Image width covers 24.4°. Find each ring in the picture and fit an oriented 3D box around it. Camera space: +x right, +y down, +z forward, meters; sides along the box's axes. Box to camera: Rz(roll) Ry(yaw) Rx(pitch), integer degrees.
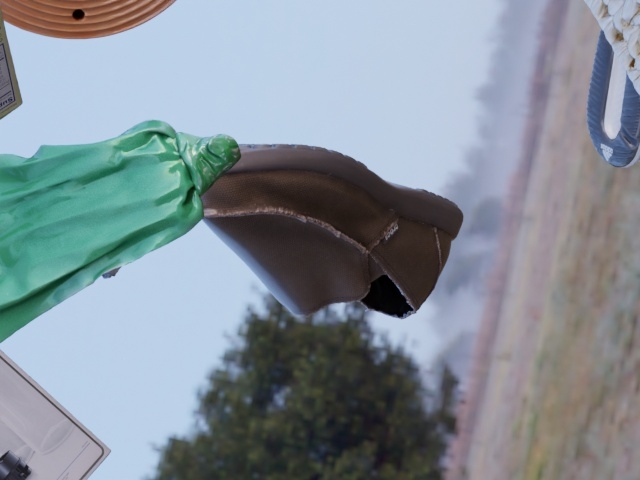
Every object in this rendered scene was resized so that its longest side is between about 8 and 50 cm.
[{"bbox_3d":[-0.279,-0.393,1.674,0.032,0.336,0.337,-110,23,-64],"label":"ring"}]

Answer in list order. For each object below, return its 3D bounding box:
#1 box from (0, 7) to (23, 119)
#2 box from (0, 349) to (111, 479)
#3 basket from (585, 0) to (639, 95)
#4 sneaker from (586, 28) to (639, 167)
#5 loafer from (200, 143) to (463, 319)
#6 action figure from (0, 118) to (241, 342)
[{"bbox_3d":[-0.419,-0.240,1.467,0.117,0.213,0.243,-38,-26,-25],"label":"box"},{"bbox_3d":[-0.372,0.178,1.457,0.169,0.290,0.087,-48,3,-26],"label":"box"},{"bbox_3d":[0.396,-0.274,1.163,0.266,0.328,0.331,60,165,11],"label":"basket"},{"bbox_3d":[0.475,-0.304,1.743,0.169,0.257,0.448,-132,46,-61],"label":"sneaker"},{"bbox_3d":[0.000,0.000,1.255,0.366,0.133,0.130,14,-98,-48],"label":"loafer"},{"bbox_3d":[-0.155,-0.017,0.969,0.137,0.232,0.063,71,-163,6],"label":"action figure"}]
